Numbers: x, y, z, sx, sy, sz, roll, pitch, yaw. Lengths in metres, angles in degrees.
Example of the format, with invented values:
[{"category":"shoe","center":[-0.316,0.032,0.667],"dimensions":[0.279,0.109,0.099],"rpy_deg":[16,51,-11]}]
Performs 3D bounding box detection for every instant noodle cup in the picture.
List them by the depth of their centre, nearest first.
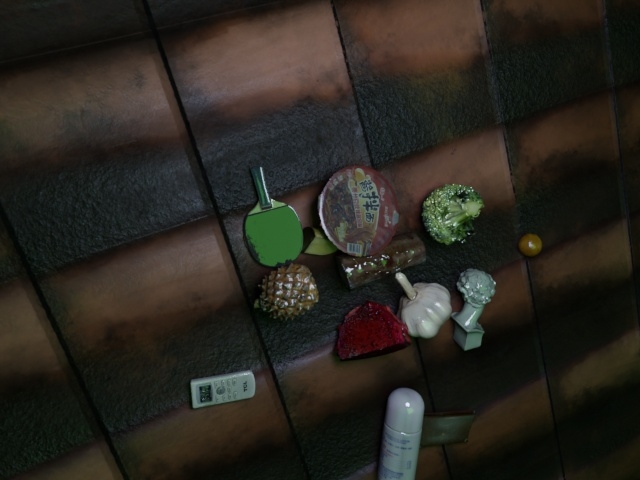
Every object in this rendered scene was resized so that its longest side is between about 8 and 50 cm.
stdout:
[{"category":"instant noodle cup","center":[0.101,-0.083,1.351],"dimensions":[0.274,0.091,0.273],"rpy_deg":[2,85,-24]}]

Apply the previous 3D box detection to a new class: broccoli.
[{"category":"broccoli","center":[0.428,-0.085,1.430],"dimensions":[0.227,0.176,0.197],"rpy_deg":[-11,94,0]}]

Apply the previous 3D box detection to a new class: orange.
[{"category":"orange","center":[0.748,0.016,1.601],"dimensions":[0.085,0.085,0.084],"rpy_deg":[-3,100,-18]}]

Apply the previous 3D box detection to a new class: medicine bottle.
[{"category":"medicine bottle","center":[0.273,0.668,1.524],"dimensions":[0.130,0.130,0.340],"rpy_deg":[3,98,-19]}]

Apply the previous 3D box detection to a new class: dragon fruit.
[{"category":"dragon fruit","center":[0.168,0.298,1.411],"dimensions":[0.262,0.163,0.189],"rpy_deg":[-26,126,29]}]

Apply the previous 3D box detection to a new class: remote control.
[{"category":"remote control","center":[-0.292,0.447,1.356],"dimensions":[0.190,0.029,0.087],"rpy_deg":[-4,101,-18]}]

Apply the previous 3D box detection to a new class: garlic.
[{"category":"garlic","center":[0.293,0.190,1.415],"dimensions":[0.199,0.199,0.226],"rpy_deg":[-46,111,-6]}]

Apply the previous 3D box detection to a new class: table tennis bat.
[{"category":"table tennis bat","center":[-0.151,-0.066,1.310],"dimensions":[0.174,0.022,0.301],"rpy_deg":[-15,100,-4]}]

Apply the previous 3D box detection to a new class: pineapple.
[{"category":"pineapple","center":[-0.105,0.158,1.307],"dimensions":[0.193,0.166,0.166],"rpy_deg":[-20,105,-7]}]

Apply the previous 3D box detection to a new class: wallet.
[{"category":"wallet","center":[0.441,0.680,1.632],"dimensions":[0.243,0.039,0.132],"rpy_deg":[2,105,-19]}]

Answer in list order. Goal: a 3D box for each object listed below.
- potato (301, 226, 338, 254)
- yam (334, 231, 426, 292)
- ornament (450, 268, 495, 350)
[{"category":"potato","center":[0.000,0.000,1.359],"dimensions":[0.103,0.096,0.066],"rpy_deg":[16,53,-29]},{"category":"yam","center":[0.183,0.060,1.399],"dimensions":[0.280,0.131,0.131],"rpy_deg":[-19,104,-17]},{"category":"ornament","center":[0.515,0.238,1.534],"dimensions":[0.121,0.130,0.285],"rpy_deg":[2,99,-23]}]
